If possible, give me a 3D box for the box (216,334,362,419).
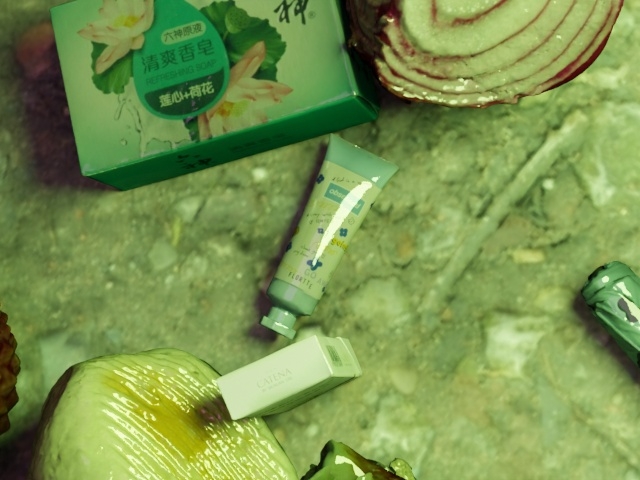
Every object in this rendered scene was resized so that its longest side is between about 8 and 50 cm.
[{"bbox_3d":[-0.020,0.107,1.092,0.084,0.154,0.040,-27,82,6],"label":"box"}]

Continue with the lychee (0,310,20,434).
[{"bbox_3d":[-0.394,0.110,1.115,0.304,0.276,0.276,-2,81,-15],"label":"lychee"}]

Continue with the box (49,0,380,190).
[{"bbox_3d":[-0.089,-0.148,1.169,0.244,0.092,0.153,-16,79,12],"label":"box"}]

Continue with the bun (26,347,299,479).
[{"bbox_3d":[-0.124,0.203,1.085,0.244,0.244,0.153,52,123,13],"label":"bun"}]

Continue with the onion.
[{"bbox_3d":[0.133,-0.236,1.097,0.206,0.216,0.207,9,41,-20],"label":"onion"}]

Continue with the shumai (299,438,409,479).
[{"bbox_3d":[0.006,0.277,0.882,0.225,0.222,0.261,36,126,21],"label":"shumai"}]

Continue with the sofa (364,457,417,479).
[{"bbox_3d":[0.059,0.297,1.028,0.182,0.200,0.258,33,88,16],"label":"sofa"}]

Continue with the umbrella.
[{"bbox_3d":[0.296,0.117,1.081,0.052,0.053,0.250,-40,76,2],"label":"umbrella"}]

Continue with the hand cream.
[{"bbox_3d":[0.000,0.000,1.163,0.065,0.043,0.171,26,83,1],"label":"hand cream"}]
